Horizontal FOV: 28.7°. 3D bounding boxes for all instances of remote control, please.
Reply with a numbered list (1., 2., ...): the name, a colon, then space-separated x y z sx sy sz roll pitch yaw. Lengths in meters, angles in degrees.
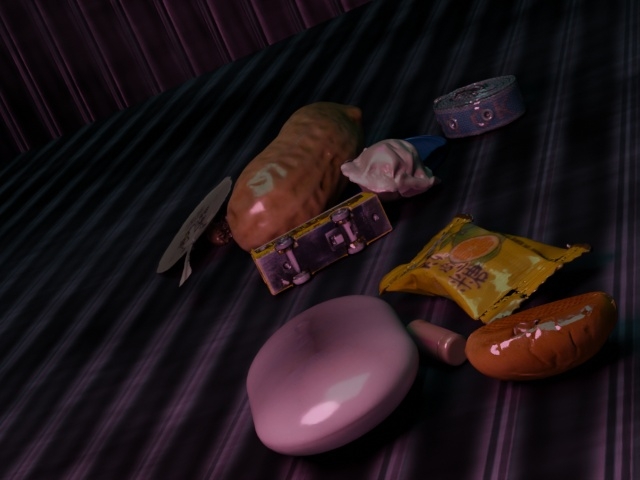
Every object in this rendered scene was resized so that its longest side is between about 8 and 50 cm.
1. remote control: 0.010 0.162 1.566 0.221 0.103 0.332 -29 19 1

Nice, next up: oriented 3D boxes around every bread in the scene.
1. bread: -0.175 -0.039 2.393 0.113 0.060 0.082 -36 24 -20
2. bread: 0.253 0.114 1.419 0.189 0.077 0.114 -17 2 30

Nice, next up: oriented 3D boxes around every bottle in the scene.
1. bottle: 0.146 0.128 1.567 0.045 0.045 0.096 -35 22 -21

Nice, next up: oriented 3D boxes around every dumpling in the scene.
1. dumpling: 0.128 -0.113 2.098 0.188 0.108 0.127 -1 14 -38

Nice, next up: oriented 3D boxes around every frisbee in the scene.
1. frisbee: 0.118 -0.139 2.289 0.242 0.045 0.242 -25 21 10

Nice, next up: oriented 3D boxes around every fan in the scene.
1. fan: -0.238 0.004 2.318 0.233 0.012 0.415 -49 15 16

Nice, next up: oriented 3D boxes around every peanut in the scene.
1. peanut: -0.032 -0.112 2.198 0.387 0.169 0.192 -53 2 -39

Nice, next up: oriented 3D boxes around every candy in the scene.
1. candy: 0.207 0.033 1.672 0.187 0.081 0.297 -37 21 -21

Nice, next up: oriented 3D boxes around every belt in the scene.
1. belt: 0.288 -0.246 2.280 0.163 0.082 0.147 -21 16 14

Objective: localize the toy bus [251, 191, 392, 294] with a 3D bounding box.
1. toy bus: 0.000 0.000 2.028 0.226 0.081 0.074 -30 18 -8
